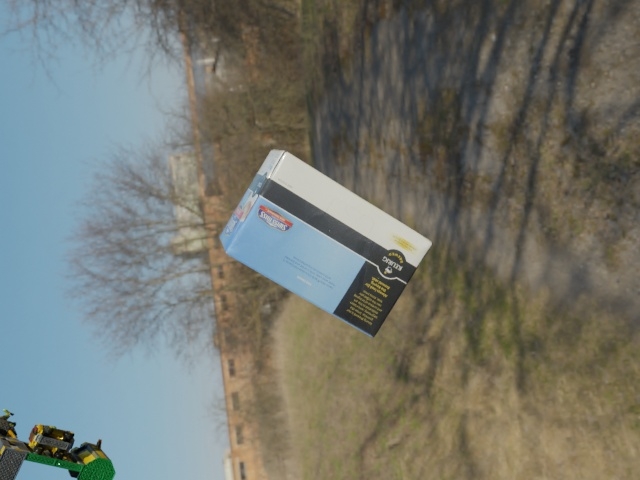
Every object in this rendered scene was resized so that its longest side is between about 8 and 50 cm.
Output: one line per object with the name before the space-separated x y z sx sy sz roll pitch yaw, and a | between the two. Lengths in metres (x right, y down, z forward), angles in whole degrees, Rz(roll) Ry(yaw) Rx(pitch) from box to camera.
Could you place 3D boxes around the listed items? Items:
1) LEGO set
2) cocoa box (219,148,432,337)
LEGO set | -0.505 0.427 1.203 0.192 0.255 0.331 17 89 53
cocoa box | 0.000 0.000 1.505 0.228 0.347 0.231 -59 13 2
